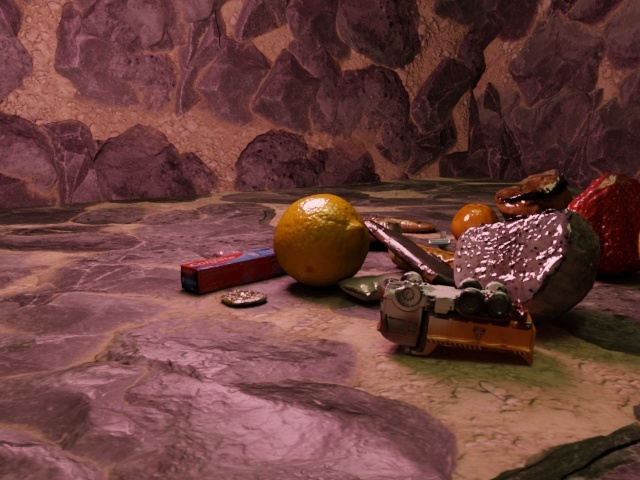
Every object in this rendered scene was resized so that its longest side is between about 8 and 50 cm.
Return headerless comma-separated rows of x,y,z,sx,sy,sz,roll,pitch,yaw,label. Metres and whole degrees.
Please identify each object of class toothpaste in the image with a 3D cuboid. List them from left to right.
-0.200,0.071,1.590,0.076,0.066,0.320,11,15,44,toothpaste

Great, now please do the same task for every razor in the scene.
0.394,-0.002,2.020,0.068,0.037,0.191,-1,9,14,razor

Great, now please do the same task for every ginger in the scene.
0.730,-0.105,2.121,0.269,0.223,0.200,-27,19,-20,ginger

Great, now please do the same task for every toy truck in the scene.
0.240,0.138,1.112,0.270,0.135,0.114,7,10,10,toy truck

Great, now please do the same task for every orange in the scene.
0.506,-0.053,2.027,0.159,0.136,0.159,-2,13,1,orange

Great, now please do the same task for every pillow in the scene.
0.164,0.104,1.462,0.229,0.051,0.128,-4,14,-27,pillow

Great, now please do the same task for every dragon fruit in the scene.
0.435,0.077,1.278,0.221,0.204,0.283,26,-23,-35,dragon fruit

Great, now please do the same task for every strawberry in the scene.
0.748,-0.042,1.603,0.238,0.288,0.250,16,37,24,strawberry

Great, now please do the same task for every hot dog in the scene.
0.127,-0.016,1.992,0.270,0.082,0.162,-5,1,15,hot dog

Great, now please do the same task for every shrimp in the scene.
0.277,-0.062,2.296,0.296,0.058,0.169,5,5,7,shrimp

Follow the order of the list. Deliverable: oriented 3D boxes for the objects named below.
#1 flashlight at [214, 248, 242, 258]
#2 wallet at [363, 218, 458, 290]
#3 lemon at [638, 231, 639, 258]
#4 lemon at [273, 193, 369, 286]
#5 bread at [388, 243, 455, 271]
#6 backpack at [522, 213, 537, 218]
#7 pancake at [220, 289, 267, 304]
-0.267,0.046,1.799,0.031,0.052,0.110,-34,-14,28,flashlight
0.235,0.043,1.495,0.169,0.044,0.317,20,13,-36,wallet
0.817,0.015,1.291,0.297,0.297,0.297,0,11,0,lemon
0.004,0.000,1.518,0.228,0.228,0.253,-6,6,-29,lemon
0.313,0.061,1.609,0.077,0.084,0.367,-49,35,-18,bread
0.673,-0.017,1.913,0.206,0.133,0.258,1,4,-12,backpack
-0.175,0.129,1.417,0.108,0.017,0.108,1,8,0,pancake
